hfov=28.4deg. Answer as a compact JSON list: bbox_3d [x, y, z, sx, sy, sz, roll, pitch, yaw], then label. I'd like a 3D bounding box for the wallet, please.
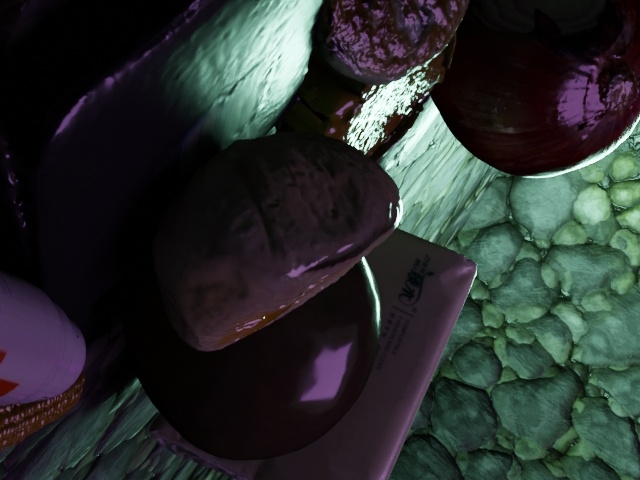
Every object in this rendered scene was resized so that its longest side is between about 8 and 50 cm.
[{"bbox_3d":[0.163,-0.209,2.034,0.321,0.044,0.170,-57,169,19],"label":"wallet"}]

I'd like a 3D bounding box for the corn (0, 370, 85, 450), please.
[{"bbox_3d":[-0.297,0.152,1.187,0.080,0.080,0.238,-57,168,18],"label":"corn"}]

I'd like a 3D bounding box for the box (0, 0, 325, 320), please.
[{"bbox_3d":[-0.131,-0.109,1.050,0.350,0.091,0.359,-47,167,-25],"label":"box"}]

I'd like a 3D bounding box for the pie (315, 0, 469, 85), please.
[{"bbox_3d":[0.071,-0.267,1.218,0.240,0.054,0.240,-18,117,-38],"label":"pie"}]

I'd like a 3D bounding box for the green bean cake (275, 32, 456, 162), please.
[{"bbox_3d":[0.044,-0.188,1.408,0.229,0.131,0.224,-47,165,-16],"label":"green bean cake"}]

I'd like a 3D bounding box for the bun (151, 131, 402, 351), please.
[{"bbox_3d":[-0.044,-0.015,1.100,0.244,0.153,0.244,-30,178,-1],"label":"bun"}]

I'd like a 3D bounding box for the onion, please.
[{"bbox_3d":[0.324,-0.244,1.799,0.341,0.341,0.341,-50,168,-15],"label":"onion"}]

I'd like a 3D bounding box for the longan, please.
[{"bbox_3d":[-0.078,0.094,1.373,0.297,0.297,0.297,-50,168,-15],"label":"longan"}]

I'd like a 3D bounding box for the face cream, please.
[{"bbox_3d":[-0.262,0.057,0.881,0.102,0.102,0.345,-53,159,-3],"label":"face cream"}]

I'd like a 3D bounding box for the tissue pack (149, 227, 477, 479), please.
[{"bbox_3d":[-0.006,0.149,1.619,0.207,0.297,0.380,100,13,-74],"label":"tissue pack"}]
